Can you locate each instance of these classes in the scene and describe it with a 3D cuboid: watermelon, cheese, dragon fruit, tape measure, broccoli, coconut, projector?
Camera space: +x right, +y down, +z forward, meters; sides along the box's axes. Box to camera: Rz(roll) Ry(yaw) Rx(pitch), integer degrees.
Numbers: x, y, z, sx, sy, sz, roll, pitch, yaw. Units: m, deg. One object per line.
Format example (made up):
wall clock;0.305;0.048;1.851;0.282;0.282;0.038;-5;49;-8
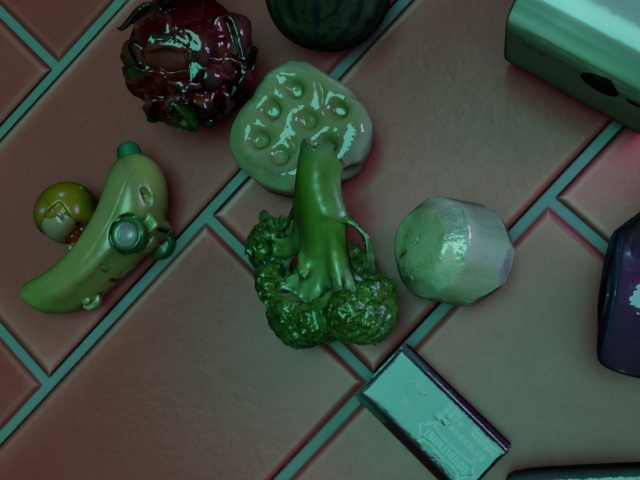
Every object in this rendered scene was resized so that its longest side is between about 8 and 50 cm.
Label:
watermelon;0.012;-0.410;1.383;0.212;0.212;0.212;-2;82;12
cheese;-0.029;-0.177;1.404;0.235;0.117;0.218;1;81;11
dragon fruit;-0.207;-0.320;1.408;0.233;0.234;0.293;6;87;13
tape measure;0.470;0.072;1.210;0.149;0.231;0.245;9;88;13
broccoli;0.001;0.021;1.347;0.254;0.186;0.302;-16;79;48
coconut;0.207;0.022;1.309;0.171;0.182;0.171;-25;57;47
projector;0.436;-0.333;1.260;0.249;0.248;0.248;33;90;14

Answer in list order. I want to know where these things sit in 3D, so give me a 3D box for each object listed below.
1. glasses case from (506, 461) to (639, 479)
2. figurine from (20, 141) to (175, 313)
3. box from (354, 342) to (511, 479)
glasses case;0.428;0.354;1.227;0.323;0.131;0.074;-6;78;11
figurine;-0.389;-0.016;1.457;0.324;0.124;0.222;-43;76;7
box;0.171;0.274;1.326;0.120;0.069;0.224;-45;78;3
